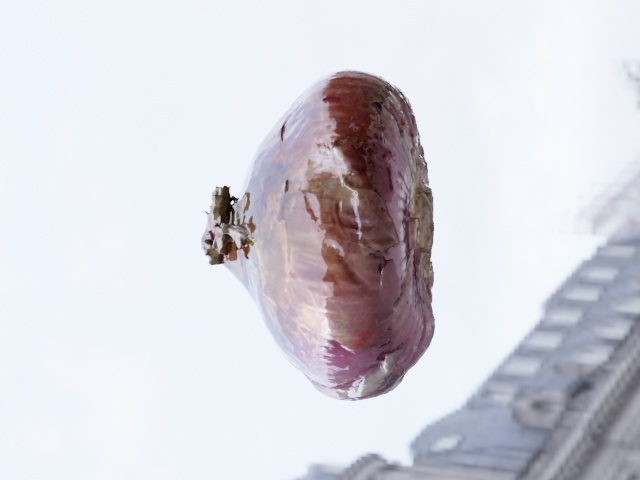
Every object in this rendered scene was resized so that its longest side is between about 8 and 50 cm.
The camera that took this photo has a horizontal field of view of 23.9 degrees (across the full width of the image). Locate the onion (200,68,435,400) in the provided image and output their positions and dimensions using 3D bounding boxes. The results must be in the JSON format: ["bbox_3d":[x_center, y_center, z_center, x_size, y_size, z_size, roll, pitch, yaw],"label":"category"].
[{"bbox_3d":[0.000,0.000,1.049,0.230,0.163,0.230,-9,-90,-83],"label":"onion"}]
